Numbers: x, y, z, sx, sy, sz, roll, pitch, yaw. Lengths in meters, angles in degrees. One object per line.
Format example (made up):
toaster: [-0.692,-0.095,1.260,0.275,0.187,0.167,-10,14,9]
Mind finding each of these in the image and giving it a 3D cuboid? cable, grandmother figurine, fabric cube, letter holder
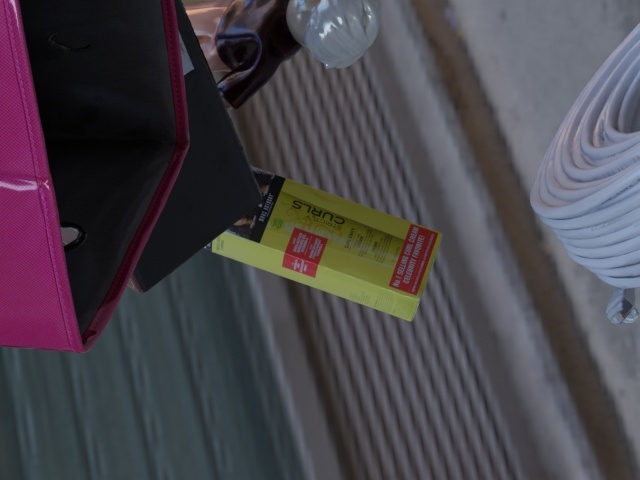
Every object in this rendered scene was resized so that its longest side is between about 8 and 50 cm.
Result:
cable: [0.248,-0.086,1.053,0.257,0.089,0.257,-46,15,18]
grandmother figurine: [-0.084,-0.209,1.621,0.342,0.104,0.207,-4,64,38]
fabric cube: [-0.246,-0.106,0.986,0.254,0.258,0.259,-73,-18,-54]
letter holder: [-0.214,-0.138,1.433,0.214,0.152,0.302,25,146,46]

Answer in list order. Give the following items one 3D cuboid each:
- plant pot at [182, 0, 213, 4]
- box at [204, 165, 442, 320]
plant pot: [-0.177,-0.334,1.890,0.032,0.236,0.236,4,-104,-67]
box: [0.000,0.000,1.625,0.058,0.232,0.087,103,-172,-64]
